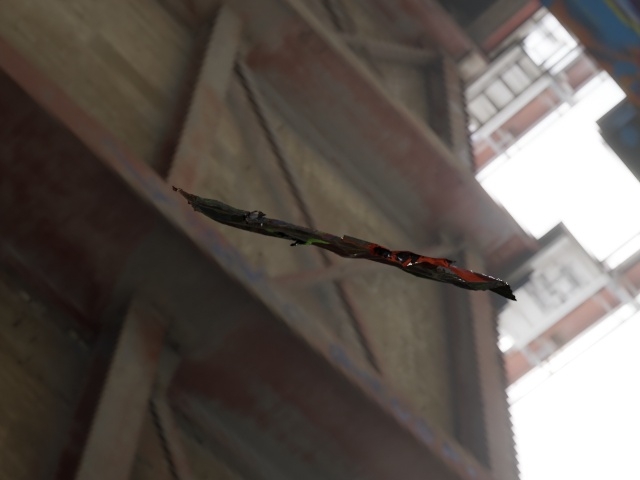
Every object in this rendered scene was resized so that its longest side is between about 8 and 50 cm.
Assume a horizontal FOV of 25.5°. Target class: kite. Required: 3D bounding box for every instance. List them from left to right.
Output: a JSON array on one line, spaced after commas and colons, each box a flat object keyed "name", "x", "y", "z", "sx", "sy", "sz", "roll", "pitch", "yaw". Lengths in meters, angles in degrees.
[{"name": "kite", "x": 0.000, "y": 0.001, "z": 0.608, "sx": 0.232, "sy": 0.009, "sz": 0.189, "roll": 15, "pitch": 178, "yaw": -45}]
